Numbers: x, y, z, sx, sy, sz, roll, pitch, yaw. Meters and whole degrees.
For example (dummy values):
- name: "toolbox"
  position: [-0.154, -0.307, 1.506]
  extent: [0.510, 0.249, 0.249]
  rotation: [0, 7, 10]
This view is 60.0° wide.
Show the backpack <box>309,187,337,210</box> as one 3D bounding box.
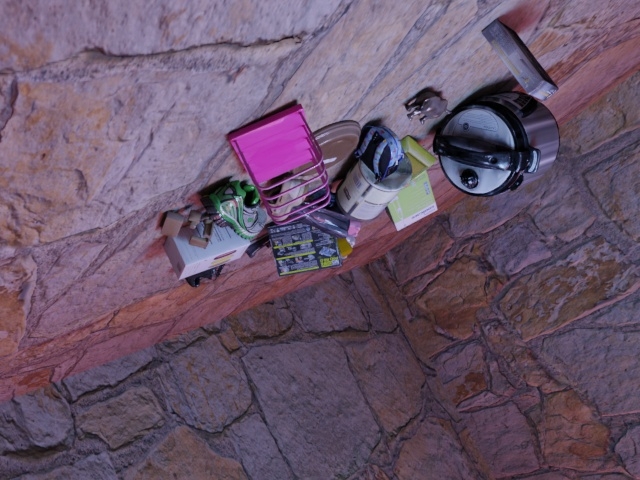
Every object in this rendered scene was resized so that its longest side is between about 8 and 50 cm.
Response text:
- name: "backpack"
  position: [0.022, -0.157, 2.198]
  extent: [0.105, 0.084, 0.114]
  rotation: [-33, 161, 32]

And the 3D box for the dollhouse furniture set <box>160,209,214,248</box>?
- name: "dollhouse furniture set"
  position: [-0.409, -0.073, 1.745]
  extent: [0.151, 0.123, 0.144]
  rotation: [15, 150, -18]

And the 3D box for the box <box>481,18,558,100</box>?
- name: "box"
  position: [0.576, -0.514, 1.590]
  extent: [0.056, 0.231, 0.183]
  rotation: [-40, 164, 32]

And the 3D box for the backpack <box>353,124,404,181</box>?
- name: "backpack"
  position: [0.202, -0.309, 1.832]
  extent: [0.117, 0.158, 0.173]
  rotation: [-32, 159, -24]

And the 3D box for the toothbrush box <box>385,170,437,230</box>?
- name: "toothbrush box"
  position: [0.371, -0.204, 2.418]
  extent: [0.206, 0.122, 0.283]
  rotation: [-29, 139, 3]

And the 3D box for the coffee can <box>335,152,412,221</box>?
- name: "coffee can"
  position: [0.193, -0.213, 2.061]
  extent: [0.202, 0.201, 0.275]
  rotation: [-22, 167, -25]

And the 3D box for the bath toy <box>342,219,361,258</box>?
- name: "bath toy"
  position: [0.118, -0.075, 2.558]
  extent: [0.151, 0.129, 0.348]
  rotation: [16, 132, -12]

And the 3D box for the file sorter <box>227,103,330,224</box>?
- name: "file sorter"
  position: [-0.092, -0.187, 1.504]
  extent: [0.202, 0.182, 0.290]
  rotation: [-24, 162, -2]

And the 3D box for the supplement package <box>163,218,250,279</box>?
- name: "supplement package"
  position: [-0.389, 0.016, 1.899]
  extent: [0.244, 0.133, 0.139]
  rotation: [-21, 166, -31]

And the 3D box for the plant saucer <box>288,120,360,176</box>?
- name: "plant saucer"
  position: [0.012, -0.284, 1.766]
  extent: [0.278, 0.041, 0.278]
  rotation: [-27, 168, -6]

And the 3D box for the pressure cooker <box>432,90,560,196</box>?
- name: "pressure cooker"
  position: [0.661, -0.354, 2.102]
  extent: [0.420, 0.375, 0.370]
  rotation: [-19, 168, -39]

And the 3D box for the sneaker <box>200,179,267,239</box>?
- name: "sneaker"
  position: [-0.237, -0.098, 1.764]
  extent: [0.146, 0.134, 0.343]
  rotation: [-32, 168, 8]

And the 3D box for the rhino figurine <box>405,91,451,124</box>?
- name: "rhino figurine"
  position: [0.368, -0.437, 1.835]
  extent: [0.106, 0.073, 0.243]
  rotation: [-31, 169, 29]

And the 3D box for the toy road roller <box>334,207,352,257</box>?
- name: "toy road roller"
  position: [0.000, 0.000, 2.426]
  extent: [0.203, 0.240, 0.329]
  rotation: [-20, 166, -30]

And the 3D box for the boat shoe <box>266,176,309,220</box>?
- name: "boat shoe"
  position: [-0.136, -0.147, 1.897]
  extent: [0.098, 0.109, 0.302]
  rotation: [17, 162, -19]

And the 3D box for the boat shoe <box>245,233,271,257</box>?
- name: "boat shoe"
  position: [-0.229, 0.012, 2.395]
  extent: [0.206, 0.065, 0.075]
  rotation: [-25, 167, -12]

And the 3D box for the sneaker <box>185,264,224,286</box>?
- name: "sneaker"
  position: [-0.408, 0.080, 2.137]
  extent: [0.286, 0.130, 0.109]
  rotation: [-32, 165, 15]

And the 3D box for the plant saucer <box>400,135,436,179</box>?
- name: "plant saucer"
  position: [0.331, -0.296, 2.165]
  extent: [0.188, 0.045, 0.188]
  rotation: [30, 129, -34]

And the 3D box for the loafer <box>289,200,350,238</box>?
- name: "loafer"
  position: [-0.018, -0.102, 2.114]
  extent: [0.303, 0.095, 0.109]
  rotation: [25, 164, -24]

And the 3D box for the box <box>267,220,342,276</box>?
- name: "box"
  position: [-0.063, 0.020, 2.260]
  extent: [0.270, 0.216, 0.060]
  rotation: [-11, -169, 9]
